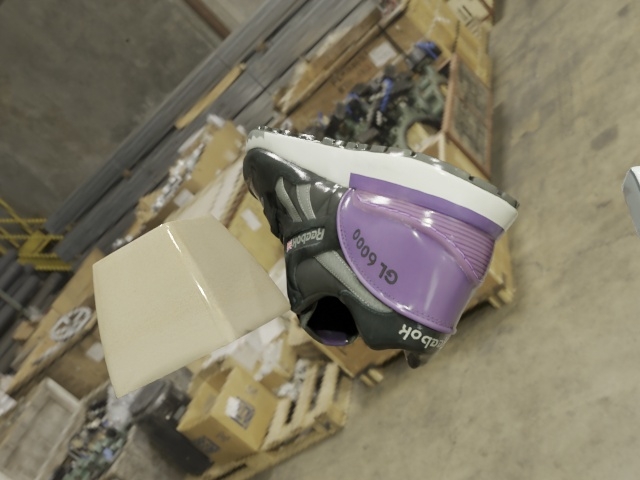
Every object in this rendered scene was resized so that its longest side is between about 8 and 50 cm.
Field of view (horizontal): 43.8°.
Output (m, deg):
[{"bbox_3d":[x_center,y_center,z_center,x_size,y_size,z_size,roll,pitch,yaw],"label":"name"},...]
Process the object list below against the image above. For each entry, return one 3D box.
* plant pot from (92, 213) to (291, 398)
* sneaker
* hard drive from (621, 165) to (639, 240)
[{"bbox_3d":[-0.104,0.041,0.592,0.109,0.096,0.109,-28,-2,21],"label":"plant pot"},{"bbox_3d":[0.000,0.000,0.539,0.283,0.107,0.124,20,87,63],"label":"sneaker"},{"bbox_3d":[0.484,0.011,0.714,0.353,0.047,0.233,-9,62,1],"label":"hard drive"}]
